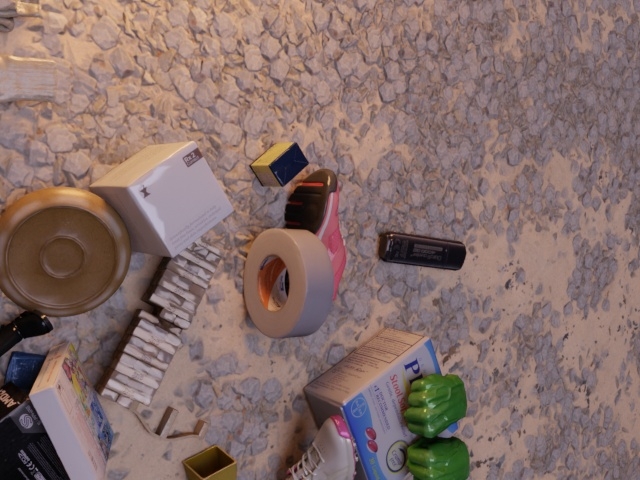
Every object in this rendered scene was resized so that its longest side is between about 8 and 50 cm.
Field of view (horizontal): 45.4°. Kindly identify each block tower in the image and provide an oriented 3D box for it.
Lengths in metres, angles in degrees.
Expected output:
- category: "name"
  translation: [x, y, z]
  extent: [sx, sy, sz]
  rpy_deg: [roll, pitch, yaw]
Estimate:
- category: "block tower"
  translation: [-0.299, 0.148, 1.433]
  extent: [0.091, 0.097, 0.335]
  rpy_deg: [31, 76, -19]

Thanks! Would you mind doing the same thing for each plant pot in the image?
- category: "plant pot"
  translation: [-0.444, 0.026, 1.317]
  extent: [0.236, 0.032, 0.236]
  rpy_deg: [-6, 107, -20]
- category: "plant pot"
  translation: [-0.219, 0.481, 1.545]
  extent: [0.081, 0.081, 0.083]
  rpy_deg: [-19, 115, -35]

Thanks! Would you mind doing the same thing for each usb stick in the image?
- category: "usb stick"
  translation: [0.256, 0.027, 1.887]
  extent: [0.278, 0.045, 0.077]
  rpy_deg: [7, 96, -37]

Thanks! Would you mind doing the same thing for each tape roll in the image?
- category: "tape roll"
  translation: [-0.067, 0.086, 1.538]
  extent: [0.072, 0.219, 0.219]
  rpy_deg: [2, 92, -39]

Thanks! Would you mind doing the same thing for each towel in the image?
- category: "towel"
  translation: [-0.517, 0.255, 1.329]
  extent: [0.067, 0.029, 0.119]
  rpy_deg: [12, 86, -38]

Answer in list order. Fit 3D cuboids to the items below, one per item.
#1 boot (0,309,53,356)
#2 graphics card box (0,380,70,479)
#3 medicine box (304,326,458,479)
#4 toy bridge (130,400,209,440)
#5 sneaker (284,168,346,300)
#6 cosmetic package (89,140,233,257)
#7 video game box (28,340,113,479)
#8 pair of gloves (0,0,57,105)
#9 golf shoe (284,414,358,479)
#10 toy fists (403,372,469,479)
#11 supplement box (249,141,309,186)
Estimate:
- category: "boot"
  translation: [-0.510, 0.160, 1.274]
  extent: [0.099, 0.121, 0.045]
  rpy_deg: [-42, 114, -34]
- category: "graphics card box"
  translation: [-0.584, 0.435, 1.233]
  extent: [0.371, 0.094, 0.233]
  rpy_deg: [-39, 125, -26]
- category: "medicine box"
  translation: [0.146, 0.390, 1.768]
  extent: [0.289, 0.149, 0.263]
  rpy_deg: [-31, 112, -31]
- category: "toy bridge"
  translation: [-0.302, 0.359, 1.502]
  extent: [0.188, 0.026, 0.063]
  rpy_deg: [34, 74, -34]
- category: "sneaker"
  translation: [-0.001, 0.000, 1.667]
  extent: [0.136, 0.116, 0.314]
  rpy_deg: [2, 99, -47]
- category: "cosmetic package"
  translation: [-0.288, -0.076, 1.379]
  extent: [0.151, 0.183, 0.151]
  rpy_deg: [-41, 116, -27]
- category: "video game box"
  translation: [-0.422, 0.301, 1.312]
  extent: [0.048, 0.187, 0.205]
  rpy_deg: [-19, 107, -1]
- category: "pair of gloves"
  translation: [-0.549, -0.334, 1.250]
  extent: [0.204, 0.042, 0.240]
  rpy_deg: [-12, 99, -32]
- category: "golf shoe"
  translation: [-0.006, 0.494, 1.629]
  extent: [0.140, 0.115, 0.306]
  rpy_deg: [-9, 131, -22]
- category: "toy fists"
  translation: [0.252, 0.435, 1.702]
  extent: [0.142, 0.096, 0.279]
  rpy_deg: [-9, 98, -47]
- category: "supplement box"
  translation: [-0.086, -0.157, 1.587]
  extent: [0.083, 0.083, 0.056]
  rpy_deg: [-44, 118, -26]
